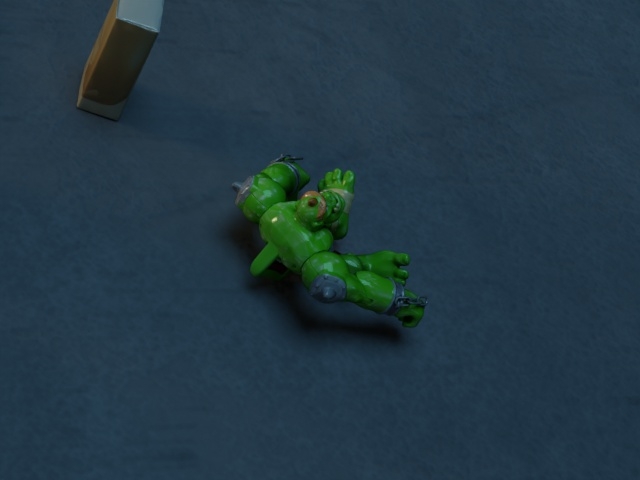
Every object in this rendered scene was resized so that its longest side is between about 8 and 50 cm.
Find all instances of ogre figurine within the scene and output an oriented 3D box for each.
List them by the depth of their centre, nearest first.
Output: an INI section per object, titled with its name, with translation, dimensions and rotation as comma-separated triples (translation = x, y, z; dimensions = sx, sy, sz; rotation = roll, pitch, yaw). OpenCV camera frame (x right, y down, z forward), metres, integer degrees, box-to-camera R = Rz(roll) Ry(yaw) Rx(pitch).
[ogre figurine]
translation = 0.000, 0.000, 1.517
dimensions = 0.118, 0.097, 0.197
rotation = -2, 65, -55

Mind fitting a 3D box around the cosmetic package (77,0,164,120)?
[cosmetic package]
translation = -0.176, -0.168, 1.553
dimensions = 0.041, 0.115, 0.060
rotation = 18, 43, -15
